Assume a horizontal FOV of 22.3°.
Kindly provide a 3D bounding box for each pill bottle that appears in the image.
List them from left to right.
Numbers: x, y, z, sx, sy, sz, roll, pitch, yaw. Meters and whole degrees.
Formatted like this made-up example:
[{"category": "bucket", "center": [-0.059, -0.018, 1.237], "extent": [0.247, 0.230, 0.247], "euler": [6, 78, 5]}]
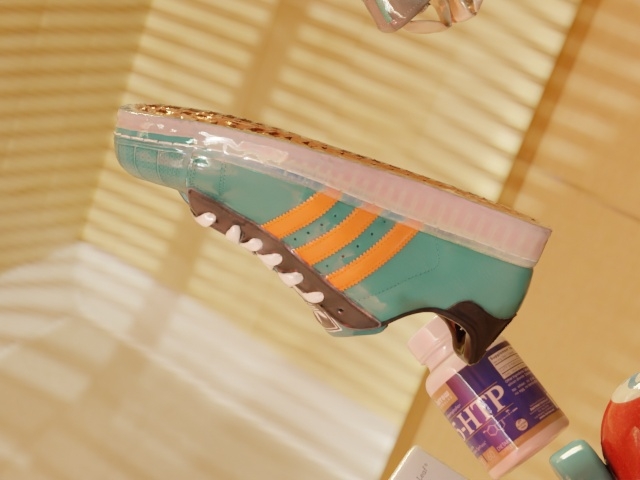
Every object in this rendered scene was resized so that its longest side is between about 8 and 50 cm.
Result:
[{"category": "pill bottle", "center": [0.187, 0.169, 1.856], "extent": [0.186, 0.112, 0.112], "euler": [52, -146, 13]}]

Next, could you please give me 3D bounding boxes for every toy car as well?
[{"category": "toy car", "center": [0.329, 0.178, 1.436], "extent": [0.210, 0.219, 0.238], "euler": [55, 178, 30]}]

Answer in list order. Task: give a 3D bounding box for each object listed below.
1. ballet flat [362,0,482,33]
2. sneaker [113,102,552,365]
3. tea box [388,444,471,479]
[{"category": "ballet flat", "center": [0.109, -0.224, 1.478], "extent": [0.213, 0.072, 0.068], "euler": [-22, -93, -51]}, {"category": "sneaker", "center": [0.000, 0.000, 1.058], "extent": [0.302, 0.121, 0.108], "euler": [18, -173, -15]}, {"category": "tea box", "center": [0.037, 0.389, 1.165], "extent": [0.220, 0.323, 0.329], "euler": [33, -126, 7]}]
